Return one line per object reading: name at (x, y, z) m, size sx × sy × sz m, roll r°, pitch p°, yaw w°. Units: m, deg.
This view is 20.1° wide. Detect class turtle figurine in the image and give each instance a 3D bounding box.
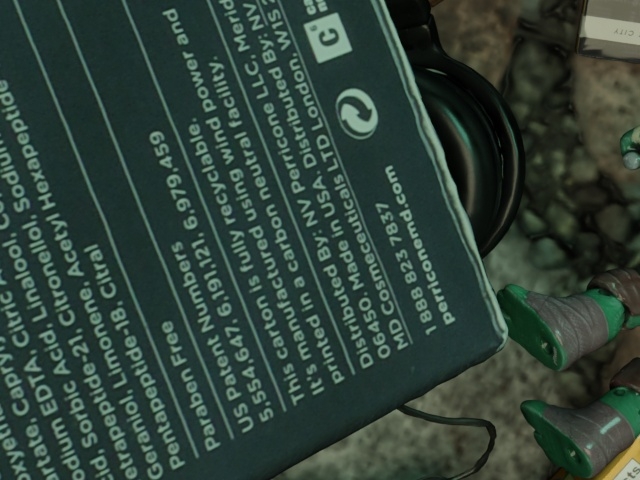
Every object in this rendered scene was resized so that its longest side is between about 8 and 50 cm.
turtle figurine at (0.207, 0.021, 0.957) m, size 0.234 × 0.118 × 0.175 m, roll -30°, pitch 105°, yaw -21°

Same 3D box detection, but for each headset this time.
headset at (0.000, 0.000, 0.936) m, size 0.185 × 0.243 × 0.394 m, roll -7°, pitch 117°, yaw 22°

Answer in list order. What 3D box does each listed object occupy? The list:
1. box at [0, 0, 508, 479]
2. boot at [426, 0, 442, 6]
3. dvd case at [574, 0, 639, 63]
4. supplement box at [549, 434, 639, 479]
box at (-0.189, 0.032, 0.660) m, size 0.395 × 0.293 × 0.212 m, roll -26°, pitch 96°, yaw -36°
boot at (0.081, -0.197, 0.977) m, size 0.114 × 0.037 × 0.106 m, roll -32°, pitch 113°, yaw 10°
dvd case at (0.238, -0.199, 0.985) m, size 0.165 × 0.018 × 0.221 m, roll 8°, pitch 101°, yaw -1°
supplement box at (0.132, 0.204, 1.045) m, size 0.080 × 0.078 × 0.233 m, roll 41°, pitch 99°, yaw -7°
